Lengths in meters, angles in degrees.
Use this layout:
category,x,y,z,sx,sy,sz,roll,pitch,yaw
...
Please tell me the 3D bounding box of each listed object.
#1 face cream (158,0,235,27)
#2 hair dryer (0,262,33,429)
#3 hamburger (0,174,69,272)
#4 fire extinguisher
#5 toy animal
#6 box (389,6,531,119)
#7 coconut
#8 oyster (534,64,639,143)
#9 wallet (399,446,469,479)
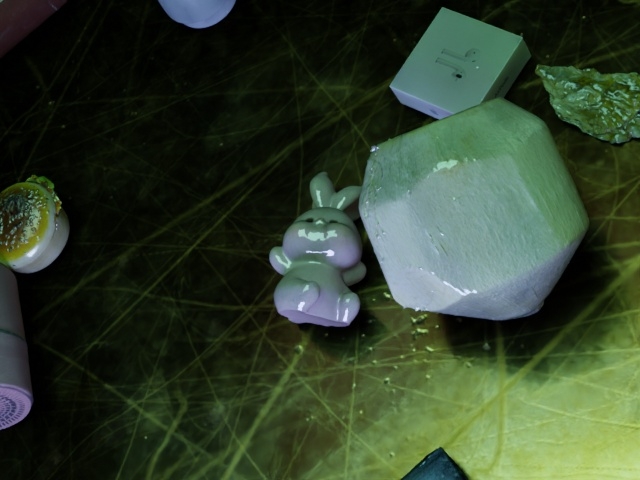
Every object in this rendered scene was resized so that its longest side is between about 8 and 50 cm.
category,x,y,z,sx,sy,sz,roll,pitch,yaw
face cream,-0.184,-0.373,2.007,0.117,0.104,0.117,-12,61,22
hair dryer,-0.556,0.189,1.909,0.352,0.125,0.210,-28,56,19
hamburger,-0.417,-0.025,1.958,0.126,0.081,0.141,24,76,33
fire extinguisher,-0.485,-0.370,2.162,0.337,0.106,0.147,-39,31,2
toy animal,0.001,-0.001,1.728,0.124,0.124,0.212,-2,69,25
box,0.180,-0.217,1.787,0.129,0.051,0.130,27,80,33
coconut,0.176,-0.022,1.584,0.245,0.245,0.247,-21,93,15
oyster,0.348,-0.177,1.701,0.121,0.045,0.146,-24,57,-3
wallet,0.043,0.409,1.544,0.379,0.046,0.191,-40,54,3
